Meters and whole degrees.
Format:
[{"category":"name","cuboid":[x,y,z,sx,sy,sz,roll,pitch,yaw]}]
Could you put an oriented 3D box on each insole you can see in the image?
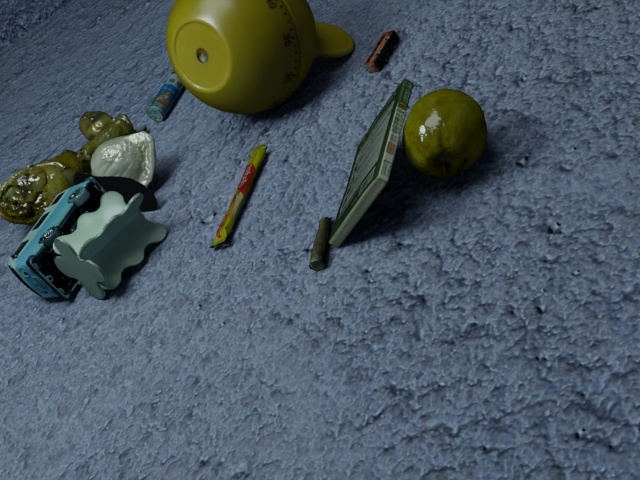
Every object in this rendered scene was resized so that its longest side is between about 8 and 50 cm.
[{"category":"insole","cuboid":[-0.475,-0.116,2.087,0.253,0.086,0.005,13,35,28]}]

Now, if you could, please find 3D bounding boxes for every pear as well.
[{"category":"pear","cuboid":[0.214,-0.181,1.556,0.149,0.149,0.162,-16,36,26]}]

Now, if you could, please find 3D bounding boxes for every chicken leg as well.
[{"category":"chicken leg","cuboid":[-0.621,-0.185,2.280,0.429,0.152,0.201,-43,27,-23]}]

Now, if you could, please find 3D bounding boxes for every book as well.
[{"category":"book","cuboid":[0.092,-0.139,1.619,0.202,0.027,0.264,-56,12,48]}]

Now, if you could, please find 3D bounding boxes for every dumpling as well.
[{"category":"dumpling","cuboid":[-0.461,-0.156,2.131,0.216,0.126,0.166,-25,74,8]}]

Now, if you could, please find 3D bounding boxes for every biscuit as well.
[{"category":"biscuit","cuboid":[-0.166,-0.094,1.884,0.048,0.026,0.292,-31,29,42]}]

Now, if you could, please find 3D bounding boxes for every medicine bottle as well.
[{"category":"medicine bottle","cuboid":[-0.402,-0.394,2.413,0.051,0.051,0.191,-9,42,33]}]

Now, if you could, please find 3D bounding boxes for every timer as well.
[{"category":"timer","cuboid":[-0.152,-0.469,2.075,0.376,0.376,0.387,-1,25,39]}]

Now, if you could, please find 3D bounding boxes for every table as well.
[{"category":"table","cuboid":[-0.441,-0.003,1.907,0.167,0.166,0.198,4,43,43]}]

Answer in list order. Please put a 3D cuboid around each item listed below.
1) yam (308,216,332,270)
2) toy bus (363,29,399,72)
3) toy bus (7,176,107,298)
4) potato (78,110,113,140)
[{"category":"yam","cuboid":[0.000,0.000,1.631,0.033,0.027,0.129,-18,38,22]},{"category":"toy bus","cuboid":[0.136,-0.418,2.004,0.043,0.031,0.110,-5,45,46]},{"category":"toy bus","cuboid":[-0.578,0.004,2.026,0.165,0.133,0.271,-13,38,37]},{"category":"potato","cuboid":[-0.608,-0.311,2.471,0.092,0.070,0.138,-38,36,-12]}]
